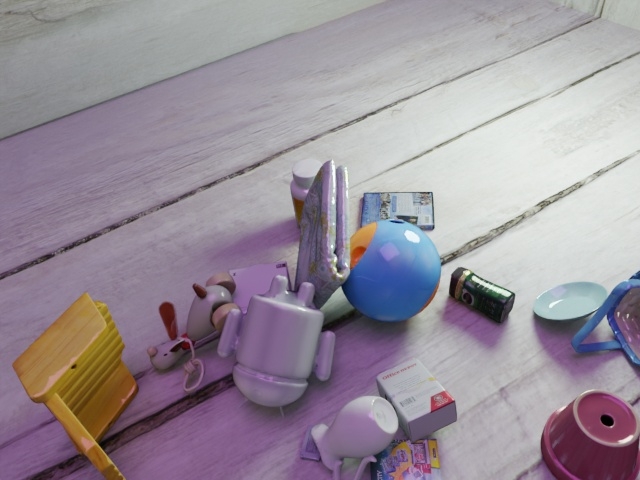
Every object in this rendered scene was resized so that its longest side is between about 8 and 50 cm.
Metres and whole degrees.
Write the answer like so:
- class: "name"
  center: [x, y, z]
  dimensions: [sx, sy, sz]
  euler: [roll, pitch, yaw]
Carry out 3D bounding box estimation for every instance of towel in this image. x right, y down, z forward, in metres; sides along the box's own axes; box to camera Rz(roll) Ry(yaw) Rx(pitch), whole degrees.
- class: "towel"
  center: [0.000, 0.000, 1.529]
  dimensions: [0.090, 0.320, 0.375]
  euler: [7, 63, -13]

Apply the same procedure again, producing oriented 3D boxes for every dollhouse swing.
- class: "dollhouse swing"
  center: [-0.502, 0.377, 1.272]
  dimensions: [0.304, 0.347, 0.315]
  euler: [22, 51, 16]

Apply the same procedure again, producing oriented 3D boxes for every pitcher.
- class: "pitcher"
  center: [0.084, 0.463, 1.202]
  dimensions: [0.125, 0.207, 0.178]
  euler: [15, 44, -42]

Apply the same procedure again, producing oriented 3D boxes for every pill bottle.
- class: "pill bottle"
  center: [-0.029, -0.148, 1.790]
  dimensions: [0.136, 0.246, 0.136]
  euler: [-5, 45, 5]

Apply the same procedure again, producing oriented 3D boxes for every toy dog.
- class: "toy dog"
  center: [-0.359, 0.222, 1.433]
  dimensions: [0.220, 0.161, 0.334]
  euler: [30, 84, 46]

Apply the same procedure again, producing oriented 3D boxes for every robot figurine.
- class: "robot figurine"
  center: [-0.108, 0.269, 1.358]
  dimensions: [0.299, 0.200, 0.354]
  euler: [15, 85, -1]

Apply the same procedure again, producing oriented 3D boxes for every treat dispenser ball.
- class: "treat dispenser ball"
  center: [0.193, 0.084, 1.488]
  dimensions: [0.287, 0.288, 0.288]
  euler: [-5, 44, 5]

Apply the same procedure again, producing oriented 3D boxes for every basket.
- class: "basket"
  center: [0.800, 0.193, 1.316]
  dimensions: [0.288, 0.255, 0.201]
  euler: [-1, 45, -18]

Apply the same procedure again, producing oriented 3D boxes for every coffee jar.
- class: "coffee jar"
  center: [0.456, 0.152, 1.514]
  dimensions: [0.184, 0.096, 0.079]
  euler: [30, 53, 32]

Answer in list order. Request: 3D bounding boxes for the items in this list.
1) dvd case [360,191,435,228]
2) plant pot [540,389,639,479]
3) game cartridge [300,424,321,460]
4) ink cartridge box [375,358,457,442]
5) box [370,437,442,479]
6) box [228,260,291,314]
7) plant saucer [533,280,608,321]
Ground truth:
- class: "dvd case"
  center: [0.272, -0.108, 1.862]
  dimensions: [0.252, 0.022, 0.180]
  euler: [0, 44, 9]
- class: "plant pot"
  center: [0.600, 0.427, 1.152]
  dimensions: [0.201, 0.180, 0.201]
  euler: [-4, 43, 4]
- class: "game cartridge"
  center: [-0.014, 0.497, 1.297]
  dimensions: [0.055, 0.017, 0.083]
  euler: [3, 45, 17]
- class: "ink cartridge box"
  center: [0.233, 0.386, 1.299]
  dimensions: [0.127, 0.073, 0.175]
  euler: [-21, 28, -12]
- class: "box"
  center: [0.192, 0.562, 1.176]
  dimensions: [0.159, 0.044, 0.233]
  euler: [-3, 44, 6]
- class: "box"
  center: [-0.175, 0.174, 1.577]
  dimensions: [0.180, 0.119, 0.182]
  euler: [-10, 44, 0]
- class: "plant saucer"
  center: [0.690, 0.177, 1.455]
  dimensions: [0.194, 0.038, 0.195]
  euler: [-24, 15, 7]
